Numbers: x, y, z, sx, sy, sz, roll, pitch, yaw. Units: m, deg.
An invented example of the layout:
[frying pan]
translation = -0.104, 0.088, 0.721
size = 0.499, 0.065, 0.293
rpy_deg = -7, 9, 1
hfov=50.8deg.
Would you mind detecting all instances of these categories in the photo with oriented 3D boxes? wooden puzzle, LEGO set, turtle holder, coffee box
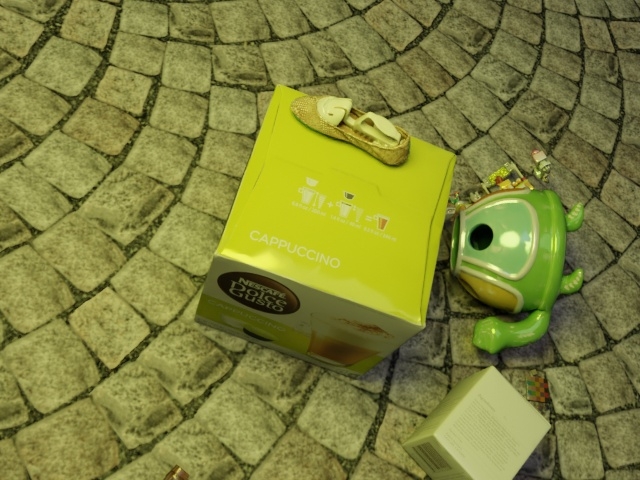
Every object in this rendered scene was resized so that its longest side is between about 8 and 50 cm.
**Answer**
[wooden puzzle]
translation = 0.442, 0.304, 1.374
size = 0.049, 0.006, 0.083
rpy_deg = 11, 64, -12
[LEGO set]
translation = 0.361, -0.111, 1.488
size = 0.287, 0.132, 0.107
rpy_deg = -23, 56, -1
[turtle holder]
translation = 0.381, 0.049, 1.371
size = 0.227, 0.243, 0.320
rpy_deg = 6, 105, 2
[coffee box]
translation = 0.000, 0.000, 1.193
size = 0.338, 0.334, 0.338
rpy_deg = 20, 62, -7

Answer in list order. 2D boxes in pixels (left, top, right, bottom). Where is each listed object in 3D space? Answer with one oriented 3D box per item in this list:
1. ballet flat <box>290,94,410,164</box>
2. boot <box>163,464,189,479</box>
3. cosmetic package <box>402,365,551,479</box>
[ballet flat]
translation = 0.054, -0.190, 1.070
size = 0.206, 0.067, 0.073
rpy_deg = 23, 59, -5
[boot]
translation = -0.238, 0.441, 1.091
size = 0.106, 0.037, 0.114
rpy_deg = 42, 65, 4
[cosmetic package]
translation = 0.280, 0.354, 1.220
size = 0.184, 0.151, 0.151
rpy_deg = -40, 82, -26
